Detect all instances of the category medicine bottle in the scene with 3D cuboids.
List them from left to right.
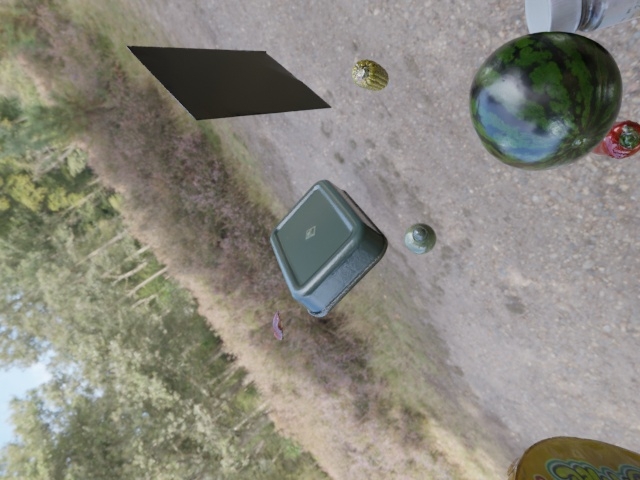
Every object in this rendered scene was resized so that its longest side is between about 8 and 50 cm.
[{"bbox_3d":[0.629,-0.562,0.975,0.165,0.274,0.164,-15,-90,-80],"label":"medicine bottle"}]

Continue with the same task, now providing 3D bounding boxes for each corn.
[{"bbox_3d":[0.148,-0.478,1.256,0.080,0.238,0.080,6,108,18],"label":"corn"}]

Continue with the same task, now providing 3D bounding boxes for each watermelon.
[{"bbox_3d":[0.469,-0.292,0.917,0.285,0.285,0.285,44,157,24],"label":"watermelon"}]

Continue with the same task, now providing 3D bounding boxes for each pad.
[{"bbox_3d":[-0.174,-0.340,0.916,0.247,0.368,0.007,46,132,19],"label":"pad"}]

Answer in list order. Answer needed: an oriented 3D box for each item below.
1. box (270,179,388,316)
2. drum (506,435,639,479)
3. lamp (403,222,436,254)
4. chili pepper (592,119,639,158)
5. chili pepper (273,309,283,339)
[{"bbox_3d":[0.000,0.000,0.382,0.031,0.091,0.126,37,-167,-31],"label":"box"},{"bbox_3d":[0.336,0.409,0.391,0.431,0.432,0.214,33,113,43],"label":"drum"},{"bbox_3d":[0.271,-0.011,1.179,0.091,0.091,0.163,47,-176,16],"label":"lamp"},{"bbox_3d":[0.863,-0.299,1.281,0.110,0.110,0.387,54,-161,-2],"label":"chili pepper"},{"bbox_3d":[-0.118,0.236,1.201,0.178,0.027,0.045,94,173,-58],"label":"chili pepper"}]
